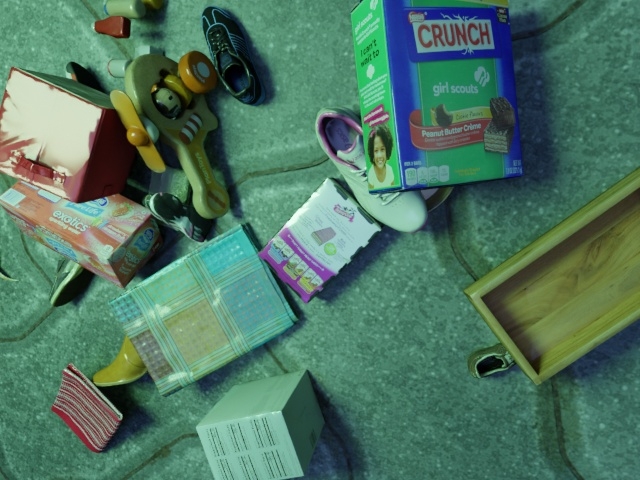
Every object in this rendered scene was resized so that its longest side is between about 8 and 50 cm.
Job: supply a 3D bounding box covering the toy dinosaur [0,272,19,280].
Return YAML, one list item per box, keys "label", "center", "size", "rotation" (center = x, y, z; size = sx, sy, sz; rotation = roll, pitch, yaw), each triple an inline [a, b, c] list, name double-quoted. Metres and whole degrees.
- label: "toy dinosaur"
  center: [-0.924, 0.063, 1.145]
  size: [0.092, 0.053, 0.183]
  rotation: [-37, 89, 14]

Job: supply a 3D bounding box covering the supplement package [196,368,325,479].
- label: "supplement package"
  center: [-0.124, 0.416, 0.937]
  size: [0.203, 0.194, 0.149]
  rotation: [-17, 93, 16]

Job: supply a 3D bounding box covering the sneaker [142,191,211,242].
- label: "sneaker"
  center: [-0.322, -0.060, 0.942]
  size: [0.077, 0.178, 0.072]
  rotation: [15, 69, 34]

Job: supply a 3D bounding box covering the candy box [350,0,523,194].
- label: "candy box"
  center: [0.204, -0.252, 0.724]
  size: [0.268, 0.122, 0.317]
  rotation: [-9, 94, -24]

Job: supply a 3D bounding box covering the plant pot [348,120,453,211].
- label: "plant pot"
  center: [0.167, -0.163, 0.866]
  size: [0.236, 0.032, 0.236]
  rotation: [2, 98, 14]

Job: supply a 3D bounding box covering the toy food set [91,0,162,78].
- label: "toy food set"
  center: [-0.431, -0.443, 0.927]
  size: [0.104, 0.111, 0.232]
  rotation: [12, 102, 23]

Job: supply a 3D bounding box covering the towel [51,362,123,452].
- label: "towel"
  center: [-0.618, 0.449, 1.094]
  size: [0.199, 0.031, 0.275]
  rotation: [43, 128, 3]

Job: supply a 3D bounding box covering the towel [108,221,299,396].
- label: "towel"
  center: [-0.267, 0.163, 0.965]
  size: [0.370, 0.040, 0.272]
  rotation: [-30, 91, 0]

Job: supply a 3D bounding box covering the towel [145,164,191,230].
- label: "towel"
  center: [-0.366, -0.105, 1.002]
  size: [0.110, 0.027, 0.148]
  rotation: [17, 102, 9]

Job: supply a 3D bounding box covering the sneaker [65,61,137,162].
- label: "sneaker"
  center: [-0.564, -0.272, 0.991]
  size: [0.145, 0.090, 0.270]
  rotation: [-27, 94, 13]

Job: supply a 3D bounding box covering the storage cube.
- label: "storage cube"
  center: [-0.496, -0.208, 0.843]
  size: [0.183, 0.215, 0.193]
  rotation: [24, 103, -4]

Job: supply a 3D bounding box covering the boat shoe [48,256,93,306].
- label: "boat shoe"
  center: [-0.629, 0.066, 1.068]
  size: [0.073, 0.080, 0.224]
  rotation: [38, 99, 11]

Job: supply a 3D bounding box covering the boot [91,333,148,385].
- label: "boot"
  center: [-0.458, 0.234, 1.046]
  size: [0.295, 0.104, 0.211]
  rotation: [-16, 89, 10]

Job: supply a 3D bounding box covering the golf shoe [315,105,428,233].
- label: "golf shoe"
  center: [0.091, -0.130, 0.802]
  size: [0.115, 0.140, 0.306]
  rotation: [-42, 89, 14]

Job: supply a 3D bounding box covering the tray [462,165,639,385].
- label: "tray"
  center: [0.499, 0.059, 0.770]
  size: [0.411, 0.076, 0.203]
  rotation: [-37, 89, 5]

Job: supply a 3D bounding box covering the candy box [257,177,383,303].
- label: "candy box"
  center: [0.000, 0.000, 0.909]
  size: [0.159, 0.071, 0.233]
  rotation: [45, 106, 4]

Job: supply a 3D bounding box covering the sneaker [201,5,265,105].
- label: "sneaker"
  center: [-0.194, -0.398, 0.884]
  size: [0.081, 0.090, 0.232]
  rotation: [-29, 91, 15]

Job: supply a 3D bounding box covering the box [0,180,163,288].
- label: "box"
  center: [-0.542, -0.041, 0.966]
  size: [0.299, 0.154, 0.142]
  rotation: [26, 147, 8]

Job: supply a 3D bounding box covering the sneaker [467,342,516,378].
- label: "sneaker"
  center: [0.392, 0.232, 0.851]
  size: [0.188, 0.071, 0.066]
  rotation: [-36, 89, 16]

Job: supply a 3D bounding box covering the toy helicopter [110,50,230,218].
- label: "toy helicopter"
  center: [-0.293, -0.205, 0.872]
  size: [0.140, 0.235, 0.355]
  rotation: [-11, 108, 33]
